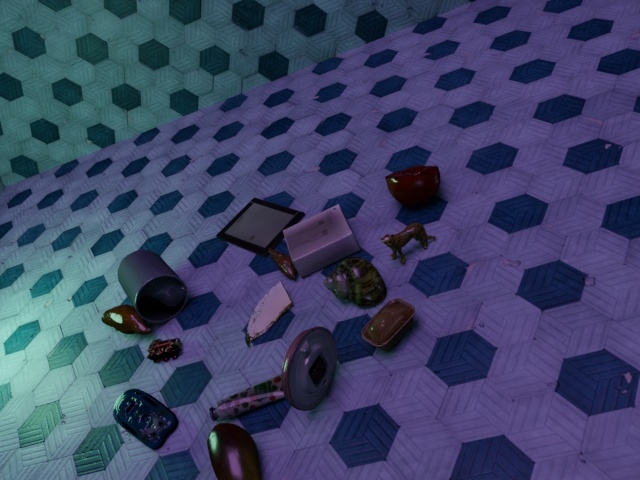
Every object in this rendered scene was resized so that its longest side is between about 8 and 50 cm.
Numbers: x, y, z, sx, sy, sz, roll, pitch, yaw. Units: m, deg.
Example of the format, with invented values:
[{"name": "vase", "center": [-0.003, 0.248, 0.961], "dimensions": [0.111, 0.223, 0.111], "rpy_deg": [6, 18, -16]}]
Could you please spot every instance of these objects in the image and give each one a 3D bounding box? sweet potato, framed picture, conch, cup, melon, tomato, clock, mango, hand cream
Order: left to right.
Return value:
[{"name": "sweet potato", "center": [-0.770, 0.312, 2.215], "dimensions": [0.359, 0.112, 0.112], "rpy_deg": [11, 53, 41]}, {"name": "cup", "center": [-0.685, 0.170, 2.244], "dimensions": [0.205, 0.205, 0.312], "rpy_deg": [-40, 39, -13]}, {"name": "mango", "center": [-0.239, 0.616, 1.572], "dimensions": [0.133, 0.111, 0.267], "rpy_deg": [-26, 43, -15]}, {"name": "hand cream", "center": [-0.213, 0.491, 1.737], "dimensions": [0.276, 0.059, 0.095], "rpy_deg": [-23, 41, 0]}, {"name": "framed picture", "center": [-0.262, -0.065, 2.395], "dimensions": [0.347, 0.016, 0.265], "rpy_deg": [18, 58, 41]}, {"name": "melon", "center": [-0.184, 0.269, 1.981], "dimensions": [0.114, 0.053, 0.261], "rpy_deg": [26, 66, 25]}, {"name": "sweet potato", "center": [-0.141, 0.082, 2.125], "dimensions": [0.206, 0.060, 0.068], "rpy_deg": [38, 105, 42]}, {"name": "clock", "center": [-0.025, 0.368, 1.607], "dimensions": [0.056, 0.244, 0.244], "rpy_deg": [8, 51, 33]}, {"name": "conch", "center": [0.112, 0.140, 1.870], "dimensions": [0.182, 0.124, 0.187], "rpy_deg": [-28, 47, 5]}, {"name": "tomato", "center": [0.351, -0.204, 2.090], "dimensions": [0.201, 0.139, 0.233], "rpy_deg": [-10, 8, 12]}]

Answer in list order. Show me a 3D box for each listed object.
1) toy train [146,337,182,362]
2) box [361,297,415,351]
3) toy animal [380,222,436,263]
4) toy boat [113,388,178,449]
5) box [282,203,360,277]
[{"name": "toy train", "center": [-0.571, 0.398, 2.049], "dimensions": [0.138, 0.050, 0.087], "rpy_deg": [-16, 38, 15]}, {"name": "box", "center": [0.211, 0.257, 1.699], "dimensions": [0.177, 0.111, 0.111], "rpy_deg": [-44, 42, -18]}, {"name": "toy animal", "center": [0.301, -0.009, 1.907], "dimensions": [0.182, 0.136, 0.073], "rpy_deg": [-30, 39, -3]}, {"name": "toy boat", "center": [-0.605, 0.571, 1.853], "dimensions": [0.299, 0.092, 0.134], "rpy_deg": [15, 59, 40]}, {"name": "box", "center": [0.000, 0.000, 2.104], "dimensions": [0.252, 0.106, 0.203], "rpy_deg": [-24, 38, 3]}]
